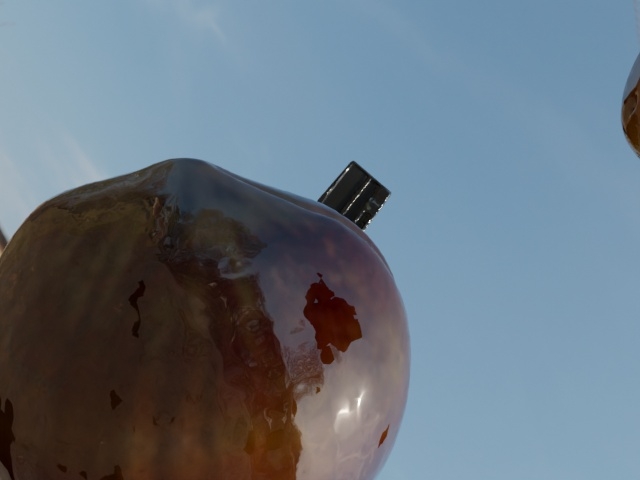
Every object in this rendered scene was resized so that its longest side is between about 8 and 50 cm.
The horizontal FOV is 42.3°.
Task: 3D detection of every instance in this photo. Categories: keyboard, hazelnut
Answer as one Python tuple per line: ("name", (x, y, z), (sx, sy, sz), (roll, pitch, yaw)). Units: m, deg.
("keyboard", (0.000, 0.000, 1.190), (0.087, 0.251, 0.017), (38, -11, -5))
("hazelnut", (-0.128, 0.137, 0.822), (0.428, 0.402, 0.402), (8, -42, 3))

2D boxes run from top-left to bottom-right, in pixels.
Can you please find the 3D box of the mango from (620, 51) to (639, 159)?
("mango", (0.259, -0.114, 0.584), (0.127, 0.077, 0.063), (-61, -149, 12))
